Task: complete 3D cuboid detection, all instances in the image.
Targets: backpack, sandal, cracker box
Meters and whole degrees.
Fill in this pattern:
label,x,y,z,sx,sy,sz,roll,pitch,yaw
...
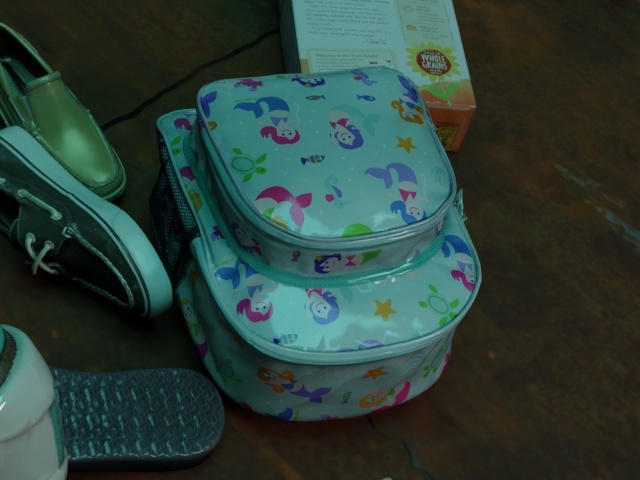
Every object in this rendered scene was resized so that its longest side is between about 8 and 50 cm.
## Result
label,x,y,z,sx,sy,sz,roll,pitch,yaw
backpack,0.000,0.000,0.995,0.225,0.191,0.254,-7,59,-19
sandal,-0.195,0.130,0.931,0.254,0.054,0.097,9,57,-18
cracker box,0.044,-0.190,1.226,0.155,0.067,0.232,2,52,-12

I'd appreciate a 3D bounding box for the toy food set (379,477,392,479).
label,x,y,z,sx,sy,sz,roll,pitch,yaw
toy food set,-0.031,0.256,0.857,0.217,0.071,0.128,-23,84,-26

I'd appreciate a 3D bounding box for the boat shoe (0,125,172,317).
label,x,y,z,sx,sy,sz,roll,pitch,yaw
boat shoe,-0.203,-0.004,1.019,0.219,0.078,0.070,37,52,27

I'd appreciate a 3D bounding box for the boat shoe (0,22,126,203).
label,x,y,z,sx,sy,sz,roll,pitch,yaw
boat shoe,-0.227,-0.107,1.093,0.068,0.072,0.190,-32,65,-32

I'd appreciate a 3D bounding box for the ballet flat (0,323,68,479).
label,x,y,z,sx,sy,sz,roll,pitch,yaw
ballet flat,-0.333,0.150,0.804,0.400,0.139,0.139,-13,50,15
